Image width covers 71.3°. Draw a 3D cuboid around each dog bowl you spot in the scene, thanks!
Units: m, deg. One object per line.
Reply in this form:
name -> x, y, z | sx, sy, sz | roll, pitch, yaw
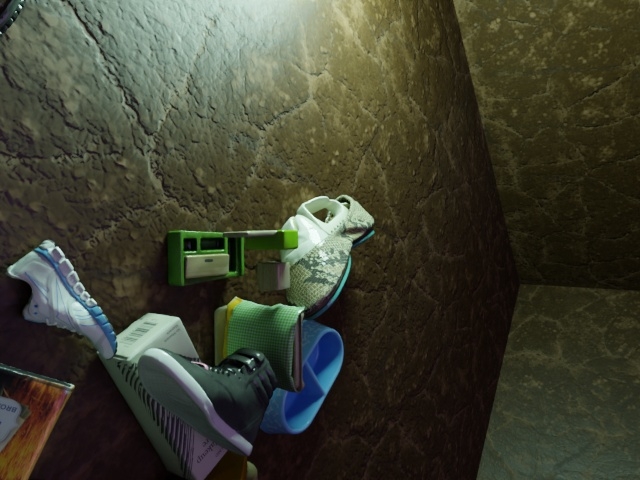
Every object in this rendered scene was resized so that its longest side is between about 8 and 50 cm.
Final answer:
dog bowl -> -0.038, 0.323, 1.063 | 0.297, 0.074, 0.166 | -53, 130, -40

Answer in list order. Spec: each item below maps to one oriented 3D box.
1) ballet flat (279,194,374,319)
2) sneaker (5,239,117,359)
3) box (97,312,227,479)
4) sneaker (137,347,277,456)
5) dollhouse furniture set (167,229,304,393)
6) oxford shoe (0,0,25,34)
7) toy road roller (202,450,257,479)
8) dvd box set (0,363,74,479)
ballet flat -> 0.000, 0.000, 1.024 | 0.182, 0.164, 0.483 | 53, 27, -6
sneaker -> -0.363, 0.100, 0.627 | 0.083, 0.071, 0.190 | -39, 106, -34
box -> -0.250, 0.266, 0.756 | 0.113, 0.094, 0.275 | -45, 124, -45
sneaker -> -0.166, 0.216, 0.713 | 0.147, 0.105, 0.295 | -65, 144, -36
dollhouse furniture set -> -0.151, 0.131, 0.804 | 0.151, 0.198, 0.301 | -2, 91, -55
oxford shoe -> -0.426, -0.275, 0.526 | 0.096, 0.083, 0.227 | 40, 58, -41
toy road roller -> -0.235, 0.512, 0.736 | 0.329, 0.241, 0.202 | -113, -159, -87
dvd box set -> -0.467, 0.287, 0.378 | 0.308, 0.062, 0.420 | 27, 66, -19
